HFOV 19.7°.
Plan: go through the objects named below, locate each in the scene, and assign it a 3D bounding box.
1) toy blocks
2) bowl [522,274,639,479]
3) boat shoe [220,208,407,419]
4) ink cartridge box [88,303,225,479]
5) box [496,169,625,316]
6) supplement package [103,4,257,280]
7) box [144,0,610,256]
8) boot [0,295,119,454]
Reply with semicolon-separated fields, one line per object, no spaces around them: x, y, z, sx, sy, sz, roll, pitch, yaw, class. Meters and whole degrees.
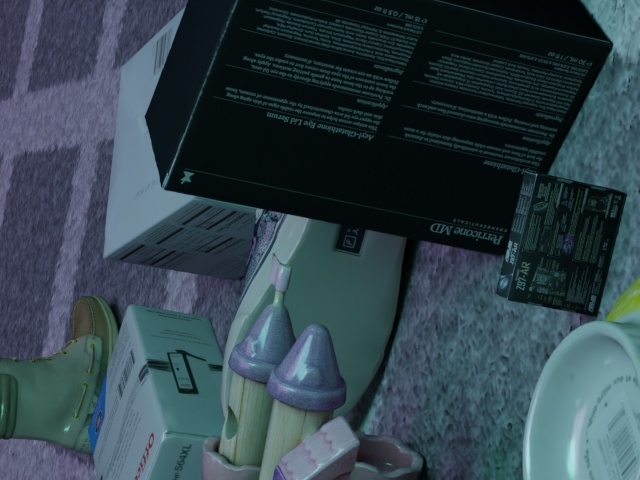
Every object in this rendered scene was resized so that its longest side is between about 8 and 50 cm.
-0.034;0.178;1.224;0.288;0.309;0.260;-129;47;-62;toy blocks
0.194;0.109;0.907;0.289;0.156;0.289;-170;90;-68;bowl
0.000;0.000;1.509;0.340;0.127;0.158;-68;17;7;boat shoe
-0.137;0.175;1.627;0.203;0.086;0.148;-115;41;-56;ink cartridge box
0.153;0.002;1.175;0.018;0.067;0.083;-155;76;-68;box
-0.087;-0.094;1.707;0.262;0.145;0.204;154;124;-63;supplement package
0.035;-0.108;1.258;0.103;0.261;0.184;-112;39;-54;box
-0.320;0.146;2.136;0.077;0.165;0.213;127;145;-46;boot
